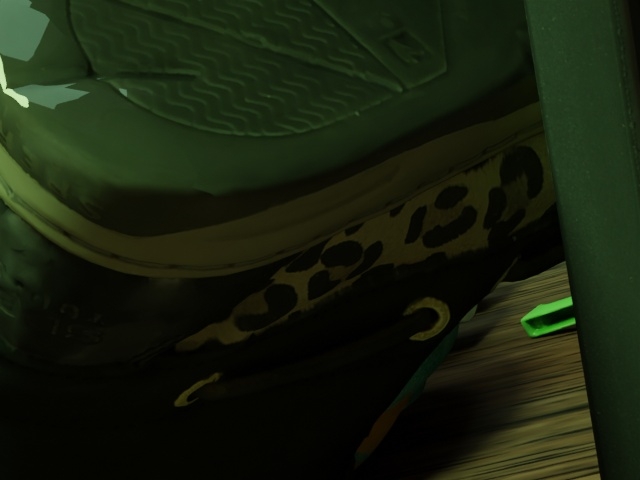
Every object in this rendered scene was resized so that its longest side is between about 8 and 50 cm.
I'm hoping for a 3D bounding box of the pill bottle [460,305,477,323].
[{"bbox_3d":[-0.002,0.033,1.091,0.184,0.103,0.103,-15,8,25],"label":"pill bottle"}]

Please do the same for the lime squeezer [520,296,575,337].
[{"bbox_3d":[0.221,0.014,0.905,0.110,0.059,0.310,-21,9,-23],"label":"lime squeezer"}]

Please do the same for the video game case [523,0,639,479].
[{"bbox_3d":[0.164,-0.030,0.538,0.248,0.275,0.035,-24,21,-38],"label":"video game case"}]

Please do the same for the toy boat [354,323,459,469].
[{"bbox_3d":[0.037,0.049,0.848,0.318,0.148,0.267,-23,0,24],"label":"toy boat"}]

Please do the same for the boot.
[{"bbox_3d":[0.017,0.013,0.611,0.377,0.138,0.284,-22,-31,-45],"label":"boot"}]
